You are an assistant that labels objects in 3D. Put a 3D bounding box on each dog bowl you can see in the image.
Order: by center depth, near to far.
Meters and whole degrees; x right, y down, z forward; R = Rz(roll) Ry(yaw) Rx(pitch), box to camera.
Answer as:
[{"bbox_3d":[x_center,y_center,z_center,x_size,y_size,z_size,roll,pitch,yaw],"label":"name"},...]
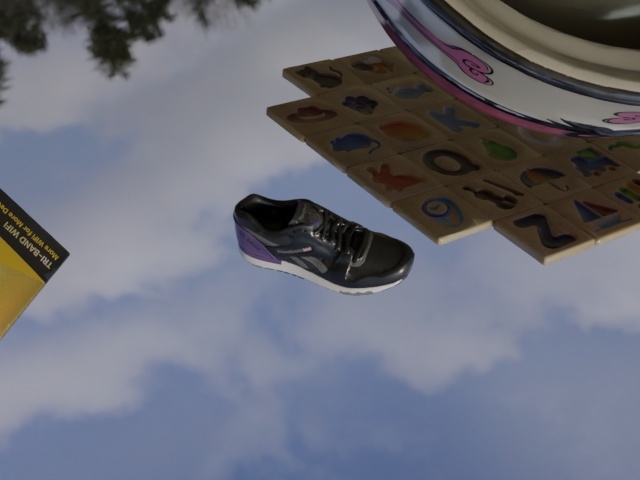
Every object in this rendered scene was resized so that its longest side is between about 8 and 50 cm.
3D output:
[{"bbox_3d":[0.197,-0.255,0.836,0.408,0.408,0.150,-24,167,-16],"label":"dog bowl"}]

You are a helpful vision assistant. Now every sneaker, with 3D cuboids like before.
[{"bbox_3d":[0.000,0.000,1.763,0.283,0.124,0.107,9,-121,12],"label":"sneaker"}]

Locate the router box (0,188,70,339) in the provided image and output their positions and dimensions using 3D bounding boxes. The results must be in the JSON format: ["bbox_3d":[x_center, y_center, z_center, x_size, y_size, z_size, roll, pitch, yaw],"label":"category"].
[{"bbox_3d":[-0.476,0.004,1.319,0.081,0.309,0.243,-24,-152,49],"label":"router box"}]

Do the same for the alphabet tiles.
[{"bbox_3d":[0.133,-0.090,1.013,0.285,0.011,0.342,-18,-138,-33],"label":"alphabet tiles"}]
